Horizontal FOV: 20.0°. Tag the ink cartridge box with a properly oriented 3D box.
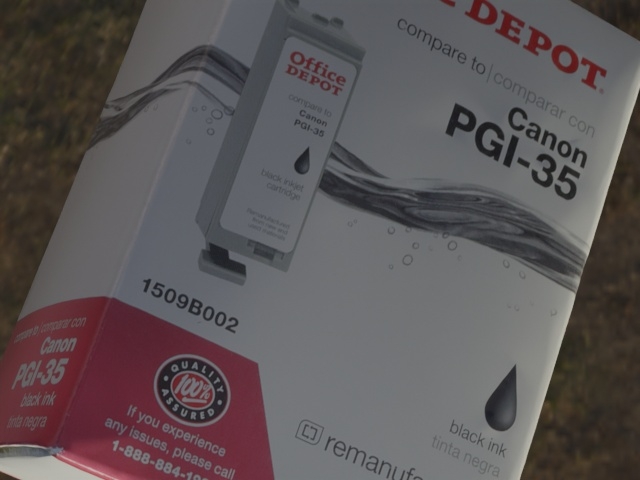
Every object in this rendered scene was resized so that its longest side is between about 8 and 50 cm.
[{"bbox_3d":[0.000,0.000,0.797,0.207,0.283,0.117,26,162,-21],"label":"ink cartridge box"}]
